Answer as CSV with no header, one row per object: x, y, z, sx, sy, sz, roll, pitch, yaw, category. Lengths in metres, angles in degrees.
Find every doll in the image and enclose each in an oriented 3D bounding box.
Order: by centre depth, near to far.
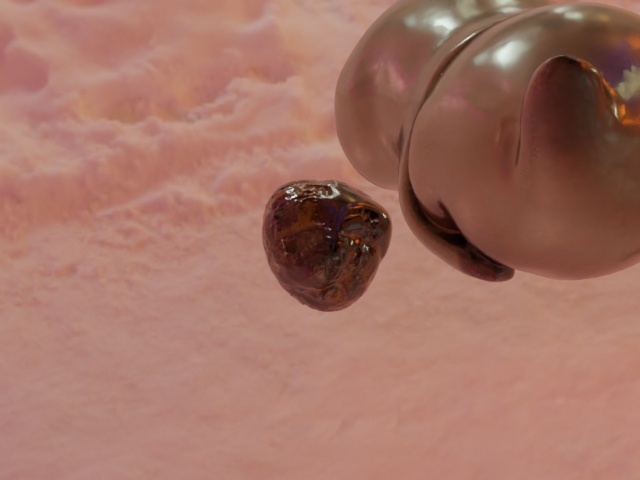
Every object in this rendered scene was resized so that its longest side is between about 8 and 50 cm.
0.145,-0.093,0.689,0.215,0.226,0.370,21,22,-20,doll

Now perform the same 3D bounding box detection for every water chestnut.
0.000,0.000,1.794,0.289,0.289,0.244,-38,29,-31,water chestnut
